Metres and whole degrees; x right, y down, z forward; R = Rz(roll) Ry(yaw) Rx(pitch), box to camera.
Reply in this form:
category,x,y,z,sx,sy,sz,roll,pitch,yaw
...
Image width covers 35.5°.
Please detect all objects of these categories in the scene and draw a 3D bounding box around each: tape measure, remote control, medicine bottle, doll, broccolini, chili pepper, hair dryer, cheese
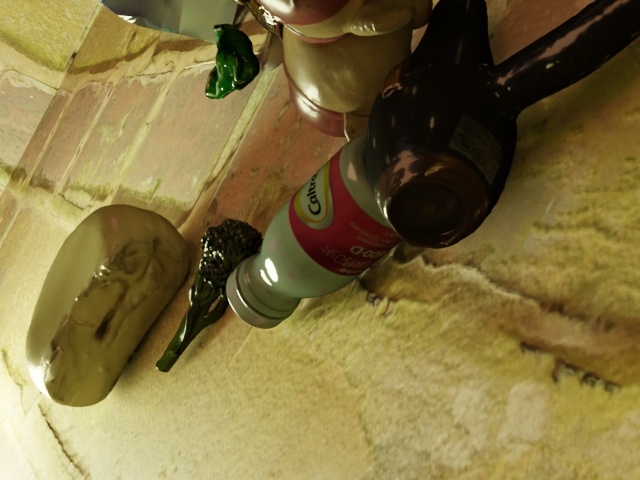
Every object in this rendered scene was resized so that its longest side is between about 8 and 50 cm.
category,x,y,z,sx,sy,sz,roll,pitch,yaw
tape measure,-0.249,-0.465,1.579,0.138,0.262,0.259,-94,9,-60
remote control,-0.026,-0.318,1.313,0.073,0.044,0.229,118,176,-73
medicine bottle,0.000,0.000,0.868,0.217,0.090,0.090,-42,31,41
doll,0.021,-0.210,0.897,0.152,0.256,0.196,3,58,15
broccolini,-0.120,0.067,1.100,0.091,0.068,0.202,-83,14,-63
chili pepper,-0.118,-0.233,1.351,0.216,0.062,0.108,-119,37,-72
hair dryer,0.187,-0.155,0.714,0.359,0.120,0.303,-29,24,34
cheese,-0.278,0.079,1.280,0.266,0.127,0.233,-60,25,5

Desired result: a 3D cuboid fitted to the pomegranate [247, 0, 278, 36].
category,x,y,z,sx,sy,sz,roll,pitch,yaw
pomegranate,-0.024,-0.324,1.074,0.214,0.248,0.214,-40,39,41
